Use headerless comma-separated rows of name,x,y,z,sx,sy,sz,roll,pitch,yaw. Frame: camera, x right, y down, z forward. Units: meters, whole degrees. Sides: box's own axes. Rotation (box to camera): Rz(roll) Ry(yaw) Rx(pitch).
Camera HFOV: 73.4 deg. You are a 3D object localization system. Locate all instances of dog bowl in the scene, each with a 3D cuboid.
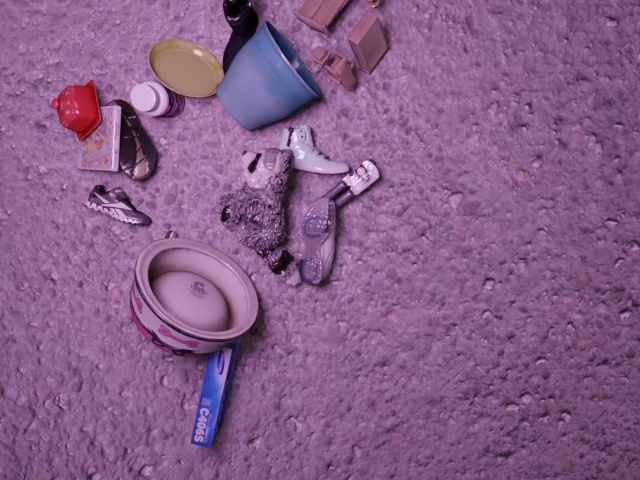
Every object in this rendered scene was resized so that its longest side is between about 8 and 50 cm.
dog bowl,-0.406,0.187,1.359,0.407,0.408,0.150,38,117,-2

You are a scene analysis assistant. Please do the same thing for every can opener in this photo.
can opener,0.083,-0.167,1.470,0.280,0.093,0.074,-39,92,12

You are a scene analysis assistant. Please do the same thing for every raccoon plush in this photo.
raccoon plush,-0.128,-0.099,1.427,0.299,0.216,0.446,-38,122,9

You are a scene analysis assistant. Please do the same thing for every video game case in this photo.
video game case,-0.741,-0.338,1.432,0.226,0.026,0.207,8,96,34

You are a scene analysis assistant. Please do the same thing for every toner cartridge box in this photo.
toner cartridge box,-0.358,0.505,1.485,0.075,0.165,0.349,13,95,-1

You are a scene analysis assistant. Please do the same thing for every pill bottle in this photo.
pill bottle,-0.527,-0.455,1.387,0.107,0.193,0.108,1,105,5

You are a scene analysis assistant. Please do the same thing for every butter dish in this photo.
butter dish,-0.799,-0.428,1.384,0.160,0.118,0.160,-21,78,34

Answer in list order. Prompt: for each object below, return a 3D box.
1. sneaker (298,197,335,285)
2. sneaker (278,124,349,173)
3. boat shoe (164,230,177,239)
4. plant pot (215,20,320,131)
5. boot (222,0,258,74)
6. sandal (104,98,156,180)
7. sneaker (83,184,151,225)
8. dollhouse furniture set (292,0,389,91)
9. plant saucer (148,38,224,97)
sneaker,0.000,0.000,1.455,0.110,0.129,0.298,17,104,25
sneaker,-0.018,-0.308,1.444,0.255,0.094,0.151,10,101,3
boat shoe,-0.559,0.071,1.493,0.079,0.084,0.233,20,98,-1
plant pot,-0.180,-0.491,1.364,0.255,0.271,0.272,-34,93,17
boot,-0.270,-0.657,1.367,0.094,0.207,0.247,18,95,-1
sandal,-0.643,-0.339,1.464,0.120,0.086,0.303,-18,76,-22
sneaker,-0.691,-0.127,1.481,0.234,0.078,0.106,21,97,1
dollhouse furniture set,0.034,-0.710,1.437,0.355,0.173,0.303,39,95,22
plant saucer,-0.438,-0.555,1.406,0.240,0.037,0.241,13,60,-23
